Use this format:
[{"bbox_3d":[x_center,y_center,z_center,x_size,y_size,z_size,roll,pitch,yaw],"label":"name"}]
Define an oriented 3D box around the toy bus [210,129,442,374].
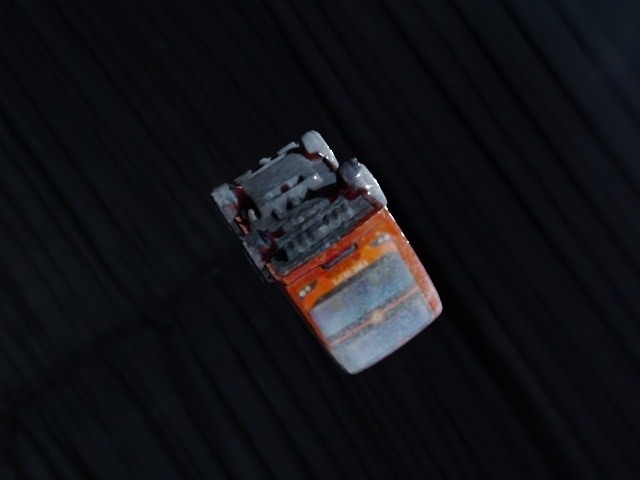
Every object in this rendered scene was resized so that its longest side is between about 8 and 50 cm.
[{"bbox_3d":[0.000,0.000,0.682,0.065,0.077,0.192,-35,18,-2],"label":"toy bus"}]
